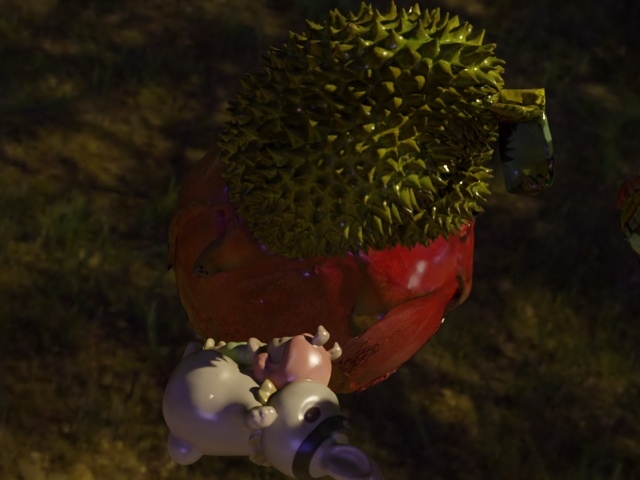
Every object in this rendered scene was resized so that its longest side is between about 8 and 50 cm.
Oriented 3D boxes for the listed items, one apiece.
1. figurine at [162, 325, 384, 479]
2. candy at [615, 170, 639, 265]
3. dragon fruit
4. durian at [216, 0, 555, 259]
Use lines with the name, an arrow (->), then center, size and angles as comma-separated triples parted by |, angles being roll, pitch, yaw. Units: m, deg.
figurine -> -0.023, 0.099, 0.798 | 0.146, 0.098, 0.081 | 5, -5, 28
candy -> 0.330, 0.056, 0.930 | 0.083, 0.091, 0.305 | -30, 62, -19
dragon fruit -> 0.000, 0.000, 1.271 | 0.296, 0.302, 0.295 | 36, 27, -22
durian -> 0.022, -0.065, 0.748 | 0.159, 0.146, 0.198 | -10, -13, -27
